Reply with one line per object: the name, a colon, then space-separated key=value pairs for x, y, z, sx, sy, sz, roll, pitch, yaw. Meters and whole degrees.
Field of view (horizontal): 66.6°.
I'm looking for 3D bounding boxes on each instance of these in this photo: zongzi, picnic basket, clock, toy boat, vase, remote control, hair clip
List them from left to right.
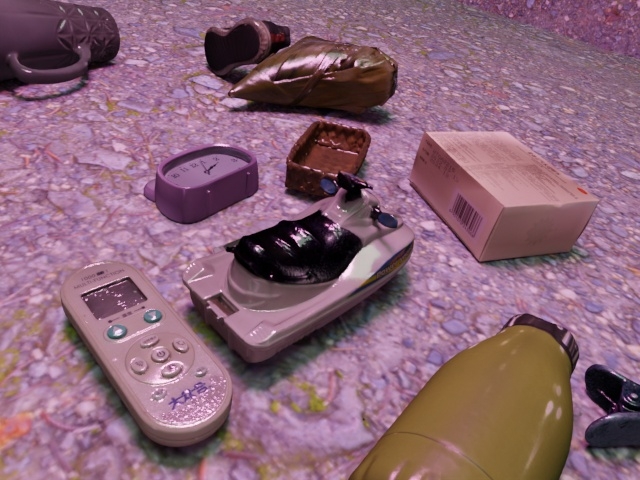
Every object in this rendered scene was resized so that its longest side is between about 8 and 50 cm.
vase: x=-0.519 y=-0.370 z=0.896 sx=0.251 sy=0.156 sz=0.300 roll=41 pitch=38 yaw=13
remote control: x=-0.159 y=0.092 z=0.434 sx=0.078 sy=0.042 sz=0.221 roll=-25 pitch=47 yaw=-37
clock: x=-0.163 y=-0.089 z=0.669 sx=0.110 sy=0.050 sz=0.152 roll=29 pitch=40 yaw=24
toy boat: x=-0.004 y=0.007 z=0.516 sx=0.269 sy=0.141 sz=0.140 roll=-35 pitch=54 yaw=-27
zongzi: x=-0.002 y=-0.299 z=0.934 sx=0.250 sy=0.125 sz=0.274 roll=20 pitch=40 yaw=27
picnic basket: x=0.014 y=-0.127 z=0.761 sx=0.110 sy=0.055 sz=0.193 roll=15 pitch=37 yaw=8
hair clip: x=0.375 y=0.180 z=0.413 sx=0.274 sy=0.048 sz=0.083 roll=14 pitch=32 yaw=20

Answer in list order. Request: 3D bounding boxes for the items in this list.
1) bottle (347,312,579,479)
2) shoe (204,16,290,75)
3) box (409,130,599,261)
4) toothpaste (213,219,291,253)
bottle: x=0.129 y=0.144 z=0.376 sx=0.112 sy=0.112 sz=0.260 roll=31 pitch=40 yaw=26
shoe: x=-0.156 y=-0.410 z=1.029 sx=0.112 sy=0.099 sz=0.227 roll=-23 pitch=23 yaw=-35
box: x=0.258 y=-0.076 z=0.719 sx=0.167 sy=0.095 sz=0.212 roll=-6 pitch=40 yaw=-19
toothpaste: x=-0.035 y=-0.010 z=0.612 sx=0.204 sy=0.032 sz=0.049 roll=-23 pitch=46 yaw=-35
